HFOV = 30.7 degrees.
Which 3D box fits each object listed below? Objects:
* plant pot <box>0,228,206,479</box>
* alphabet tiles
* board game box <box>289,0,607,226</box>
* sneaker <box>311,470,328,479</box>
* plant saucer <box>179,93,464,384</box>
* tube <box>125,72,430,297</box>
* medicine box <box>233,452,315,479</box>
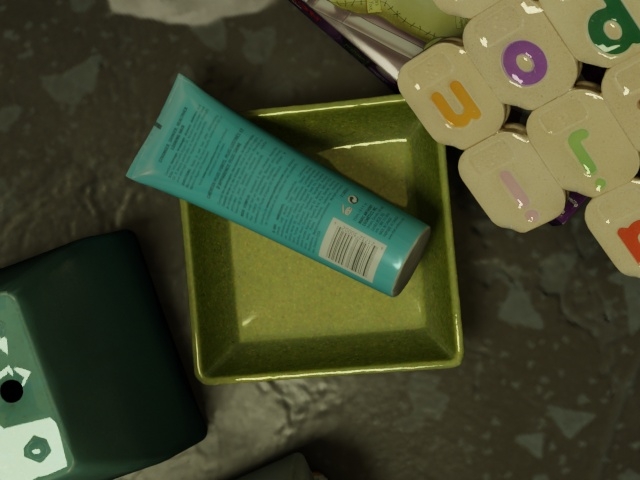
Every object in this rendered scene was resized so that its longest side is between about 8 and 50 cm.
[{"bbox_3d":[-0.191,0.095,0.738,0.165,0.234,0.165,-20,89,2],"label":"plant pot"},{"bbox_3d":[0.185,-0.113,0.693,0.284,0.021,0.278,-29,103,37],"label":"alphabet tiles"},{"bbox_3d":[0.105,-0.199,0.825,0.347,0.056,0.208,41,87,2],"label":"board game box"},{"bbox_3d":[-0.018,0.206,0.830,0.037,0.032,0.083,41,92,3],"label":"sneaker"},{"bbox_3d":[0.000,0.000,0.818,0.188,0.045,0.188,-5,89,9],"label":"plant saucer"},{"bbox_3d":[-0.029,-0.032,0.778,0.207,0.052,0.080,29,90,13],"label":"tube"},{"bbox_3d":[-0.072,0.332,0.756,0.263,0.149,0.289,-25,97,2],"label":"medicine box"}]
